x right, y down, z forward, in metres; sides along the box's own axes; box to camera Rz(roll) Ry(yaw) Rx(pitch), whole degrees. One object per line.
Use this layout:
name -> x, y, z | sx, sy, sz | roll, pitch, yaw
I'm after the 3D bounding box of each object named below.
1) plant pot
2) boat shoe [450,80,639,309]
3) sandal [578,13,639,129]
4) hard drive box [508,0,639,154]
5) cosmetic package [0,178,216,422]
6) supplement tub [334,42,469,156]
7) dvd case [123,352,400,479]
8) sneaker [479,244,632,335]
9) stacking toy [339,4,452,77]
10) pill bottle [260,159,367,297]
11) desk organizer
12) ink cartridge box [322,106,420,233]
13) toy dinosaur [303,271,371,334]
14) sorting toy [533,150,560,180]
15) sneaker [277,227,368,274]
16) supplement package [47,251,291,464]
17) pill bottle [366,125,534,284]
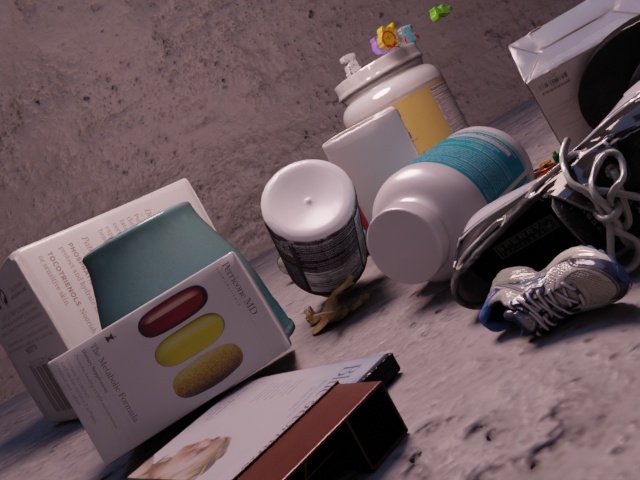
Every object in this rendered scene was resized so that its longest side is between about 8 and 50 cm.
plant pot -> -0.217, 0.089, 0.961 | 0.271, 0.255, 0.271 | -28, 5, 3
boat shoe -> 0.227, -0.034, 0.513 | 0.306, 0.113, 0.105 | -33, 10, 38
sandal -> 0.472, -0.213, 0.724 | 0.107, 0.167, 0.445 | -52, 14, -24
hard drive box -> 0.425, -0.252, 0.971 | 0.181, 0.089, 0.232 | -26, -37, 24
cosmetic package -> -0.424, 0.127, 1.309 | 0.329, 0.328, 0.393 | -24, 7, 46
supplement tub -> 0.198, -0.238, 1.390 | 0.241, 0.331, 0.241 | -29, 5, 3
dvd case -> -0.064, 0.177, 0.587 | 0.180, 0.022, 0.253 | -34, 7, -42
sneaker -> 0.171, 0.047, 0.472 | 0.058, 0.052, 0.135 | -43, 4, -27
stacking toy -> 0.166, -0.433, 1.366 | 0.221, 0.052, 0.167 | -30, 7, -29
pill bottle -> 0.000, 0.000, 0.921 | 0.130, 0.130, 0.246 | -30, -28, -7
desk organizer -> -0.003, 0.148, 0.415 | 0.130, 0.047, 0.050 | -34, 10, -40
ink cartridge box -> 0.116, -0.094, 1.067 | 0.131, 0.226, 0.306 | -28, 5, 7
toy dinosaur -> 0.021, 0.094, 0.851 | 0.092, 0.053, 0.183 | -46, 1, -11
sorting toy -> 0.346, -0.107, 0.957 | 0.061, 0.042, 0.102 | -29, 5, 3
sneaker -> -0.025, 0.029, 1.307 | 0.122, 0.110, 0.283 | -38, 9, -36
supplement package -> -0.171, 0.137, 0.769 | 0.244, 0.139, 0.134 | -32, -5, -6
pill bottle -> 0.160, -0.043, 0.780 | 0.146, 0.146, 0.264 | -25, 6, 41
